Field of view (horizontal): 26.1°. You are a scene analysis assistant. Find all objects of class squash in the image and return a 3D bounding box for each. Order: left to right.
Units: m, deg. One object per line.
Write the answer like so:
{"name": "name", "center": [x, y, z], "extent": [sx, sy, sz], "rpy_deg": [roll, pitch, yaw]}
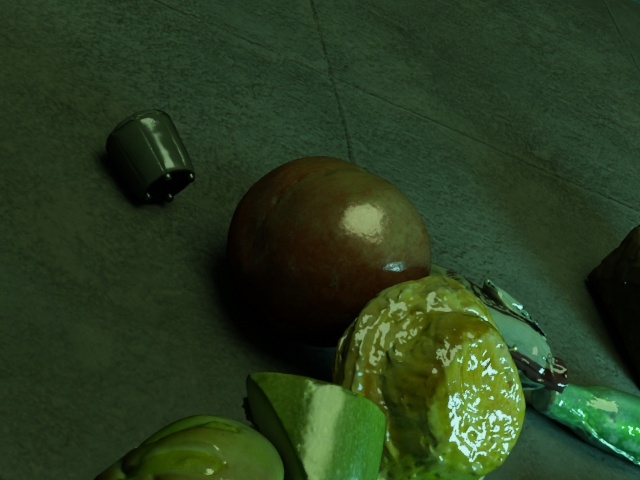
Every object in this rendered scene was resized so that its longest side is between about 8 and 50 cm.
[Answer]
{"name": "squash", "center": [-0.018, 0.275, 1.431], "extent": [0.169, 0.093, 0.252], "rpy_deg": [19, 64, -13]}

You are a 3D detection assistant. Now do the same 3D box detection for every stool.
{"name": "stool", "center": [-0.219, -0.108, 1.791], "extent": [0.096, 0.096, 0.110], "rpy_deg": [-8, 60, -50]}

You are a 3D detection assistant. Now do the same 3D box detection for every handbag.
{"name": "handbag", "center": [0.221, 0.123, 1.928], "extent": [0.235, 0.127, 0.213], "rpy_deg": [35, 8, -18]}

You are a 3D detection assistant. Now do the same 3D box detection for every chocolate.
{"name": "chocolate", "center": [0.436, 0.266, 2.001], "extent": [0.291, 0.110, 0.110], "rpy_deg": [22, 36, -22]}

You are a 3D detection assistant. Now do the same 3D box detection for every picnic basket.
{"name": "picnic basket", "center": [0.646, 0.079, 2.242], "extent": [0.293, 0.337, 0.337], "rpy_deg": [14, 40, -35]}

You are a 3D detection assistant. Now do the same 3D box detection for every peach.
{"name": "peach", "center": [0.006, 0.017, 1.737], "extent": [0.252, 0.252, 0.252], "rpy_deg": [27, 34, -20]}

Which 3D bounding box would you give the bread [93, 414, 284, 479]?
{"name": "bread", "center": [-0.121, 0.243, 1.383], "extent": [0.158, 0.156, 0.260], "rpy_deg": [42, -10, 4]}

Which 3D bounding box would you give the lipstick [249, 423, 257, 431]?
{"name": "lipstick", "center": [0.024, 0.308, 1.537], "extent": [0.290, 0.076, 0.077], "rpy_deg": [37, 38, 0]}

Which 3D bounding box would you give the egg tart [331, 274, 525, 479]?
{"name": "egg tart", "center": [0.149, 0.189, 1.636], "extent": [0.319, 0.128, 0.319], "rpy_deg": [-1, 92, -45]}
